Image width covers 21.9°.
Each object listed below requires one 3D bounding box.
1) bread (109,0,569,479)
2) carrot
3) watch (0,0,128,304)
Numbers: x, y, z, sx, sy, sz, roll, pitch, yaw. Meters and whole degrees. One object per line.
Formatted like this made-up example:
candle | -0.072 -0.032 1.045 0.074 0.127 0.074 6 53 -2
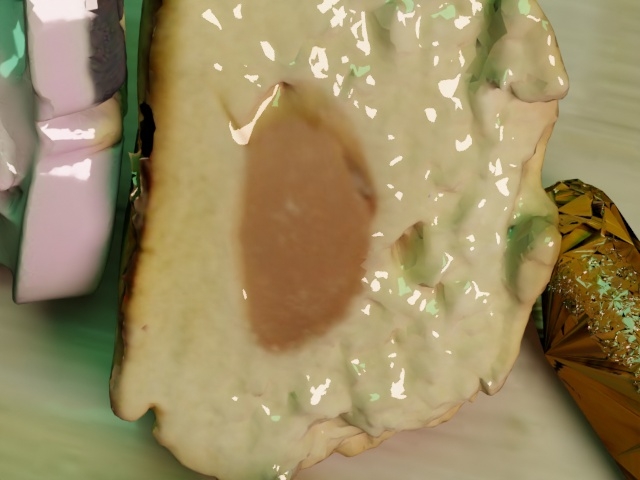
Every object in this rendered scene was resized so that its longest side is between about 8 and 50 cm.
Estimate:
bread | 0.000 0.002 0.703 0.183 0.224 0.211 10 72 -3
carrot | 0.155 0.076 0.757 0.069 0.069 0.229 -22 69 -12
watch | -0.200 -0.084 0.721 0.231 0.244 0.196 3 65 -8
